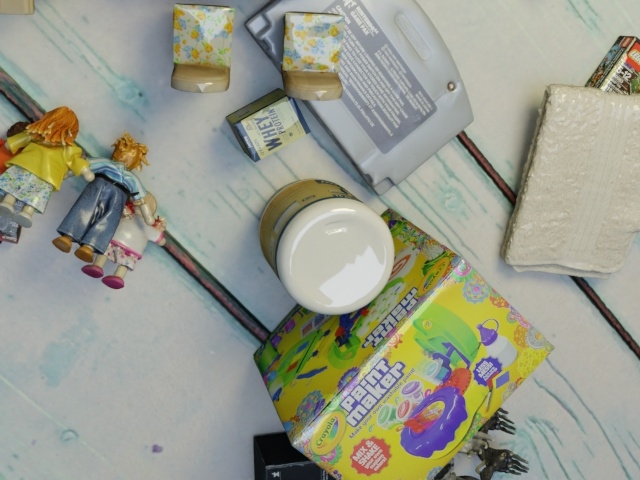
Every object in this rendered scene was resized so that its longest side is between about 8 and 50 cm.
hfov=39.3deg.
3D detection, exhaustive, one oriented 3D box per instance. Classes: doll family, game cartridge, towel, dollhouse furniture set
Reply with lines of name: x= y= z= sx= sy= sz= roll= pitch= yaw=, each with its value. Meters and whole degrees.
doll family: x=-0.287 y=-0.068 z=1.083 sx=0.263 sy=0.118 sz=0.163 roll=31 pitch=61 yaw=-19
game cartridge: x=0.065 y=-0.228 z=1.179 sx=0.196 sy=0.060 sz=0.294 roll=-38 pitch=110 yaw=2
towel: x=0.372 y=-0.076 z=1.260 sx=0.187 sy=0.049 sz=0.282 roll=5 pitch=115 yaw=-9
dollhouse furniture set: x=-0.147 y=-0.333 z=0.935 sx=0.395 sy=0.256 sz=0.361 roll=1 pitch=112 yaw=-6

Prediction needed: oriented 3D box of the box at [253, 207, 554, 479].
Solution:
box: x=0.090 y=0.145 z=1.161 sx=0.177 sy=0.279 sz=0.290 roll=42 pitch=92 yaw=-19

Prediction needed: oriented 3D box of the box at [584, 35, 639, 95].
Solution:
box: x=0.477 y=-0.164 z=1.300 sx=0.233 sy=0.044 sz=0.159 roll=33 pitch=95 yaw=-19

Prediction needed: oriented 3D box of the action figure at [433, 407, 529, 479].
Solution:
action figure: x=0.192 y=0.328 z=1.254 sx=0.276 sy=0.141 sz=0.164 roll=-22 pitch=104 yaw=-46

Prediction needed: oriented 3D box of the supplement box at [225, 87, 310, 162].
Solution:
supplement box: x=-0.068 y=-0.149 z=1.149 sx=0.083 sy=0.083 sz=0.056 roll=-30 pitch=109 yaw=-5

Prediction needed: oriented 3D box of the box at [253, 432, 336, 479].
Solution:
box: x=0.002 y=0.411 z=1.303 sx=0.184 sy=0.103 sz=0.261 roll=-5 pitch=105 yaw=-16

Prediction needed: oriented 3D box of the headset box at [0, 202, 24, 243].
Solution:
headset box: x=-0.403 y=-0.036 z=1.124 sx=0.062 sy=0.032 sz=0.083 roll=12 pitch=102 yaw=-16

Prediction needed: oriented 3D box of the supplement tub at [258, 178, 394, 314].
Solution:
supplement tub: x=0.000 y=0.000 z=1.143 sx=0.144 sy=0.199 sz=0.144 roll=-4 pitch=105 yaw=-13
